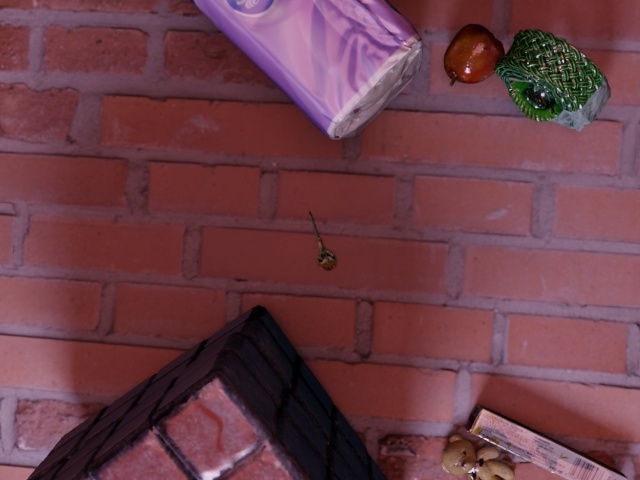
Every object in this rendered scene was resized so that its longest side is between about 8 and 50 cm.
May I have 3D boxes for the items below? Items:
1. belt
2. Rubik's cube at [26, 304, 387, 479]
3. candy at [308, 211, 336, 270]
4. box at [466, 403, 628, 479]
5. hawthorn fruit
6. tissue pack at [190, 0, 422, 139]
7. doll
[{"bbox_3d":[0.281,-0.187,1.052,0.151,0.121,0.079,30,92,-36],"label":"belt"},{"bbox_3d":[-0.120,0.321,0.978,0.344,0.337,0.344,-35,97,5],"label":"Rubik's cube"},{"bbox_3d":[0.000,0.000,1.139,0.025,0.023,0.083,-19,79,14],"label":"candy"},{"bbox_3d":[0.288,0.271,1.099,0.207,0.050,0.041,25,90,5],"label":"box"},{"bbox_3d":[0.194,-0.235,1.092,0.077,0.077,0.077,0,91,5],"label":"hawthorn fruit"},{"bbox_3d":[-0.040,-0.280,1.026,0.160,0.242,0.338,-45,86,8],"label":"tissue pack"},{"bbox_3d":[0.204,0.291,1.120,0.093,0.051,0.061,26,93,-25],"label":"doll"}]
